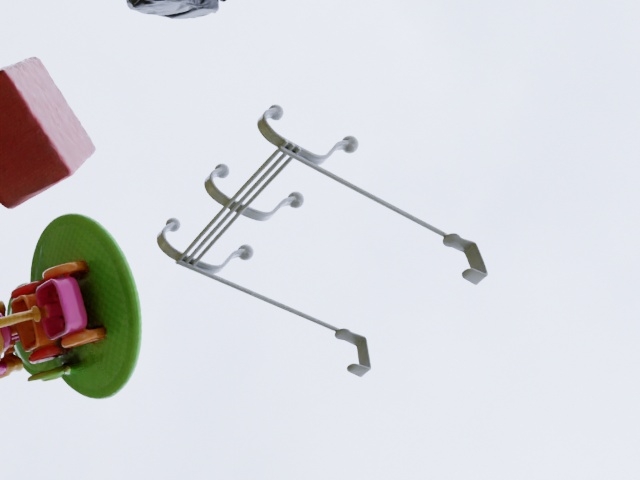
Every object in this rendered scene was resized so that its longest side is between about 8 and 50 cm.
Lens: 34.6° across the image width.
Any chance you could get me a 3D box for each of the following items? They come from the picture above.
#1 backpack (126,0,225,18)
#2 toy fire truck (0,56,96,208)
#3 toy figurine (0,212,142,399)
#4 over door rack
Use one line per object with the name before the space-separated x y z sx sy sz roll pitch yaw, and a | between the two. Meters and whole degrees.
backpack | -0.189 -0.360 1.215 0.115 0.152 0.182 -6 -88 20
toy fire truck | -0.100 -0.122 0.316 0.135 0.047 0.192 -32 -76 8
toy figurine | -0.230 0.062 0.665 0.173 0.159 0.130 -22 -97 45
over door rack | 0.000 0.000 1.244 0.239 0.324 0.108 -44 -158 33
